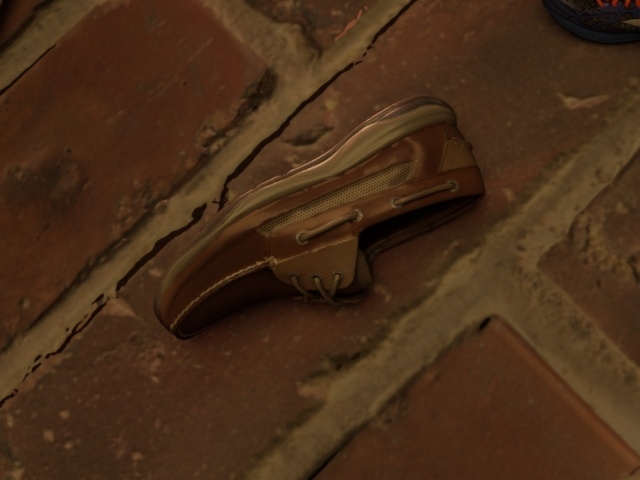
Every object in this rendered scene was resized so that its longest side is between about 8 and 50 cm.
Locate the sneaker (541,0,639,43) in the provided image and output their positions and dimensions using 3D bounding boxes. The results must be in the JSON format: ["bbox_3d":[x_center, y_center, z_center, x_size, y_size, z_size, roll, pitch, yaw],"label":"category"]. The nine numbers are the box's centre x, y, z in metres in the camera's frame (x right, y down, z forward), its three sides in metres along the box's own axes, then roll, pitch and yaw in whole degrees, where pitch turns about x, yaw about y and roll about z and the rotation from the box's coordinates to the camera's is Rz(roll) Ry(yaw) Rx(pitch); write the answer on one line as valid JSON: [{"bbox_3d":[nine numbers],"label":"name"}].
[{"bbox_3d":[0.304,-0.219,1.084,0.221,0.087,0.083,10,78,16],"label":"sneaker"}]

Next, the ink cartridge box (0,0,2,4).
[{"bbox_3d":[-0.422,-0.289,1.310,0.225,0.056,0.181,11,78,35],"label":"ink cartridge box"}]

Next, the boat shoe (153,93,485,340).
[{"bbox_3d":[0.000,0.000,1.087,0.324,0.123,0.116,-34,73,5],"label":"boat shoe"}]
